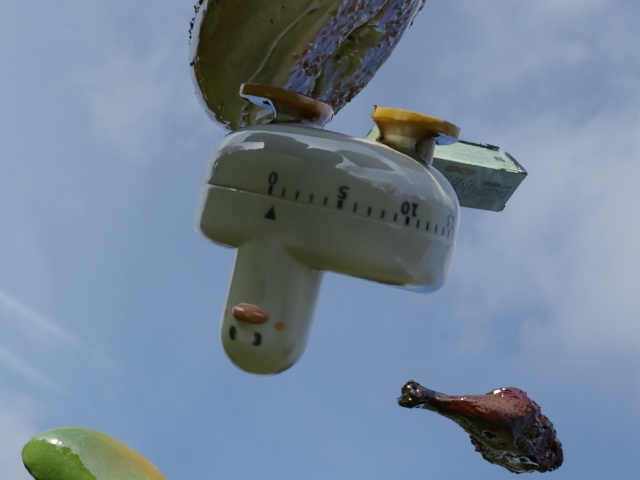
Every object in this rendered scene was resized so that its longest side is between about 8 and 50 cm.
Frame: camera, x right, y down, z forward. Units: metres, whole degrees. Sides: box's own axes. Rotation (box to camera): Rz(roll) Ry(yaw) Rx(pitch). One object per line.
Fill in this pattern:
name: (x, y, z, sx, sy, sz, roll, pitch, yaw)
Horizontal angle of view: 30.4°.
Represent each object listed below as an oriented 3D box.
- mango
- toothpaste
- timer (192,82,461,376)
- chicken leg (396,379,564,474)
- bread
mango: (-0.334, 0.371, 1.786, 0.251, 0.156, 0.114, 31, -46, 11)
toothpaste: (0.180, -0.106, 1.753, 0.071, 0.313, 0.089, 51, -59, 35)
timer: (0.000, 0.000, 1.017, 0.233, 0.240, 0.233, 13, -2, 0)
chicken leg: (0.111, 0.120, 0.768, 0.062, 0.037, 0.145, -19, -39, 31)
bread: (-0.015, -0.241, 1.218, 0.159, 0.305, 0.305, 49, -33, 18)
